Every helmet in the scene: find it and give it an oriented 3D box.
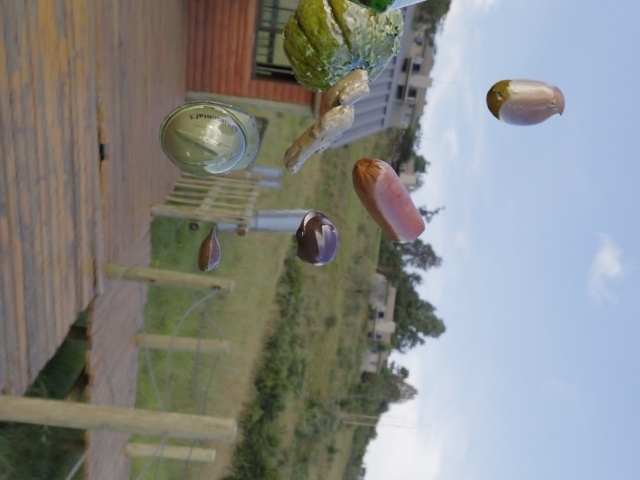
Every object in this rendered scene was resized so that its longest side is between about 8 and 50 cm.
[{"bbox_3d":[-0.271,-0.237,1.458,0.137,0.258,0.204,-119,-148,-59],"label":"helmet"},{"bbox_3d":[0.000,0.000,1.303,0.070,0.098,0.123,24,-67,45],"label":"helmet"}]

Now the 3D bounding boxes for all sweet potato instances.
[{"bbox_3d":[-0.238,0.017,1.255,0.049,0.049,0.117,-86,-169,-55],"label":"sweet potato"}]

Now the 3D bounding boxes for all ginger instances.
[{"bbox_3d":[0.034,-0.221,0.984,0.149,0.065,0.258,-26,-155,54],"label":"ginger"}]

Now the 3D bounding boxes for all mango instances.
[{"bbox_3d":[0.291,-0.202,0.837,0.077,0.127,0.063,132,-44,-60],"label":"mango"}]

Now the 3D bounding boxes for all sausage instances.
[{"bbox_3d":[0.158,-0.099,1.398,0.259,0.114,0.113,49,35,-42],"label":"sausage"}]

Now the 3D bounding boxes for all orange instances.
[{"bbox_3d":[0.051,-0.467,1.378,0.223,0.300,0.301,66,-28,18],"label":"orange"}]

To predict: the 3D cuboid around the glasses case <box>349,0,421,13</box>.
[{"bbox_3d":[0.091,-0.277,0.550,0.095,0.062,0.272,-62,175,32],"label":"glasses case"}]
